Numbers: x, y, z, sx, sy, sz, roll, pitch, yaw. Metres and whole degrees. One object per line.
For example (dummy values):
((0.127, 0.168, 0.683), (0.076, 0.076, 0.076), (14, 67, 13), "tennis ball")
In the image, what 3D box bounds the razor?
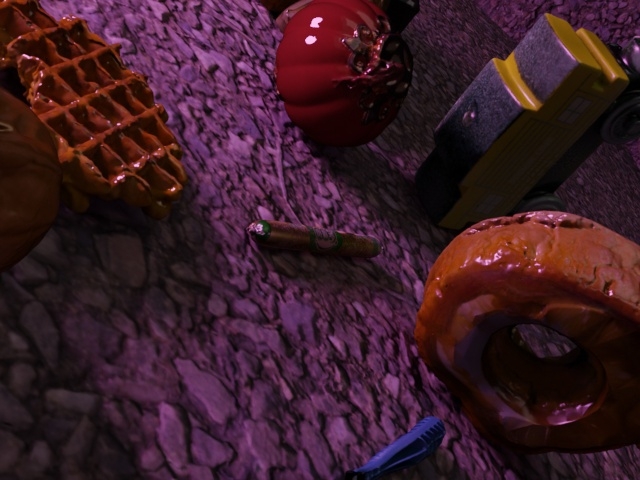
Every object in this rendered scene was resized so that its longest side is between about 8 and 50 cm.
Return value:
((0.073, 0.230, 0.853), (0.253, 0.042, 0.082), (-14, 108, -61), "razor")

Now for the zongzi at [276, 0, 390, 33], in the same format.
((0.081, -0.346, 1.440), (0.256, 0.228, 0.115), (52, -15, 0), "zongzi")

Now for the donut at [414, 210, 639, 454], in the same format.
((0.275, 0.130, 1.014), (0.330, 0.330, 0.160), (45, 39, -8), "donut")

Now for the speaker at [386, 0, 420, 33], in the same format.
((0.075, -0.510, 1.676), (0.184, 0.180, 0.388), (32, 30, -17), "speaker")

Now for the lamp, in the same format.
((0.039, -0.249, 1.228), (0.227, 0.227, 0.227), (35, 30, -24), "lamp")

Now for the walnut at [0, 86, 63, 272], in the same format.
((-0.278, -0.045, 0.576), (0.207, 0.159, 0.159), (8, 47, -55), "walnut")

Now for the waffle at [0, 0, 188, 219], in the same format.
((-0.252, -0.137, 0.827), (0.260, 0.069, 0.293), (15, 40, -51), "waffle")

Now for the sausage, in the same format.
((0.000, 0.000, 1.049), (0.269, 0.033, 0.033), (8, 48, -51), "sausage")

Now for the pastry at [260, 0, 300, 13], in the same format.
((-0.039, -0.521, 1.448), (0.132, 0.235, 0.240), (53, 16, 17), "pastry")

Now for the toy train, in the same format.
((0.347, -0.173, 1.370), (0.272, 0.442, 0.179), (11, 44, -31), "toy train")
